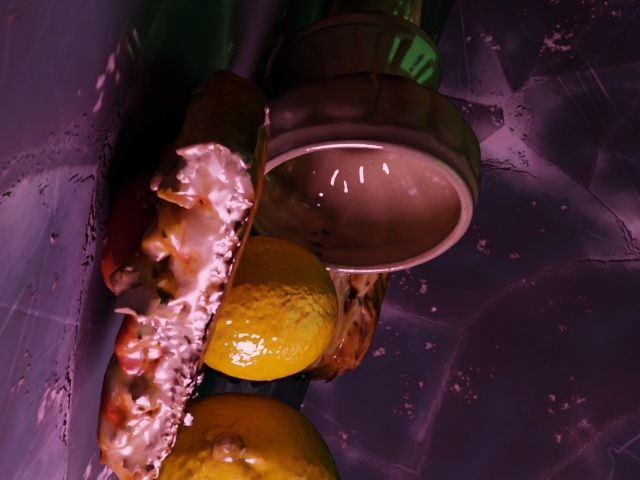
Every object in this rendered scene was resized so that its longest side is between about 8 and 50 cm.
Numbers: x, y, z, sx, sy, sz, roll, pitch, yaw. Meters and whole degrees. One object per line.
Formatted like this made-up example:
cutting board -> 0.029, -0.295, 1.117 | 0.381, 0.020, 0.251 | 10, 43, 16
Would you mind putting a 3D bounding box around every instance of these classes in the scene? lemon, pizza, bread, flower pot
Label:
lemon -> -0.074, 0.079, 1.383 | 0.180, 0.193, 0.180 | -164, -90, -76
lemon -> -0.106, 0.330, 1.515 | 0.268, 0.268, 0.322 | -69, 155, -20
pizza -> -0.142, 0.042, 1.046 | 0.440, 0.130, 0.406 | -112, -140, -85
bread -> 0.000, 0.081, 1.691 | 0.324, 0.167, 0.277 | -61, -164, -22
flower pot -> 0.046, -0.126, 1.441 | 0.307, 0.307, 0.244 | 98, -3, -55

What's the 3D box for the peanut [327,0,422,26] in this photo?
peanut -> 0.091, -0.383, 1.673 | 0.149, 0.149, 0.313 | -61, 163, -55
